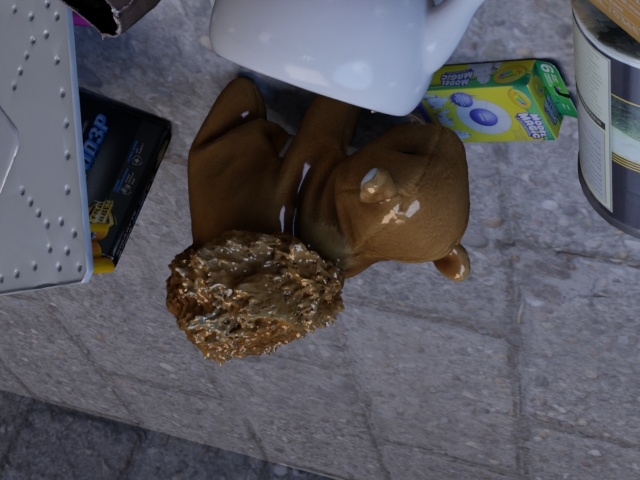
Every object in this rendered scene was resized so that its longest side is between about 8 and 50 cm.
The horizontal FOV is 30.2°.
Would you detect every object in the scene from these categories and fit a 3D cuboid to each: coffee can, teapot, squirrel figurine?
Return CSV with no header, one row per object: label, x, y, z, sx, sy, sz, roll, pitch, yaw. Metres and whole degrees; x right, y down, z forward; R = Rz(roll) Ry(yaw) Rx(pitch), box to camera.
coffee can,0.341,-0.152,1.122,0.202,0.201,0.275,10,151,21
teapot,0.014,-0.249,1.208,0.256,0.187,0.252,13,-168,-26
squirrel figurine,0.000,0.000,1.423,0.370,0.397,0.281,8,145,49

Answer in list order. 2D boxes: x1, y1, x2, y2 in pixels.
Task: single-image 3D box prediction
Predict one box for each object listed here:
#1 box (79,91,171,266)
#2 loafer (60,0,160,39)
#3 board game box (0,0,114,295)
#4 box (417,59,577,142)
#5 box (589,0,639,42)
box,-0.333,-0.091,1.686,0.175,0.220,0.051,21,163,2
loafer,-0.338,-0.348,1.317,0.366,0.130,0.134,26,152,-10
board game box,-0.416,-0.123,1.564,0.390,0.390,0.050,-9,175,44
box,0.203,-0.160,1.381,0.179,0.043,0.105,-1,146,33
box,0.250,-0.305,0.840,0.215,0.168,0.345,56,-179,43
